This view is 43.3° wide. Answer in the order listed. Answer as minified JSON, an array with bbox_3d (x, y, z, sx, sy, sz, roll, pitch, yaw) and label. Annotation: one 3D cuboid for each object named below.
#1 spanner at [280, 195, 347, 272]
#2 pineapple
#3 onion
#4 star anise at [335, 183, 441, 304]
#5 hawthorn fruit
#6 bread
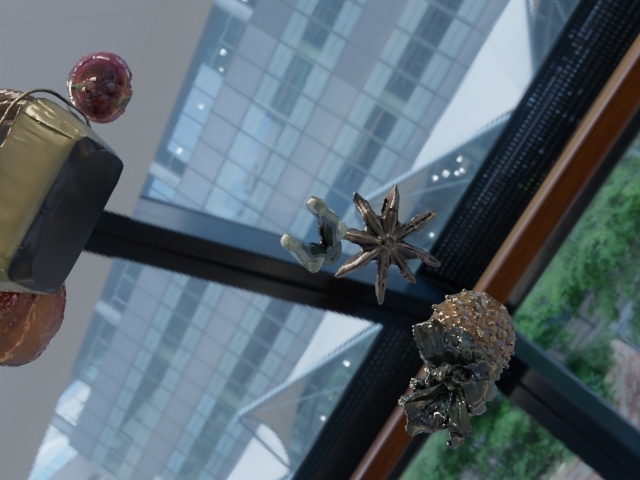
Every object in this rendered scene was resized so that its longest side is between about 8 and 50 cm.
[{"bbox_3d":[0.000,0.000,1.253,0.096,0.040,0.325,-53,-13,-3],"label":"spanner"},{"bbox_3d":[0.193,0.178,1.178,0.141,0.170,0.310,-25,9,29],"label":"pineapple"},{"bbox_3d":[-0.469,-0.318,1.650,0.150,0.150,0.140,-59,-18,13],"label":"onion"},{"bbox_3d":[0.155,0.009,1.893,0.288,0.288,0.088,-57,-3,4],"label":"star anise"},{"bbox_3d":[-0.557,0.103,1.446,0.262,0.210,0.210,-54,-6,33],"label":"hawthorn fruit"},{"bbox_3d":[-0.336,-0.058,0.849,0.224,0.212,0.142,-64,-24,-7],"label":"bread"}]
